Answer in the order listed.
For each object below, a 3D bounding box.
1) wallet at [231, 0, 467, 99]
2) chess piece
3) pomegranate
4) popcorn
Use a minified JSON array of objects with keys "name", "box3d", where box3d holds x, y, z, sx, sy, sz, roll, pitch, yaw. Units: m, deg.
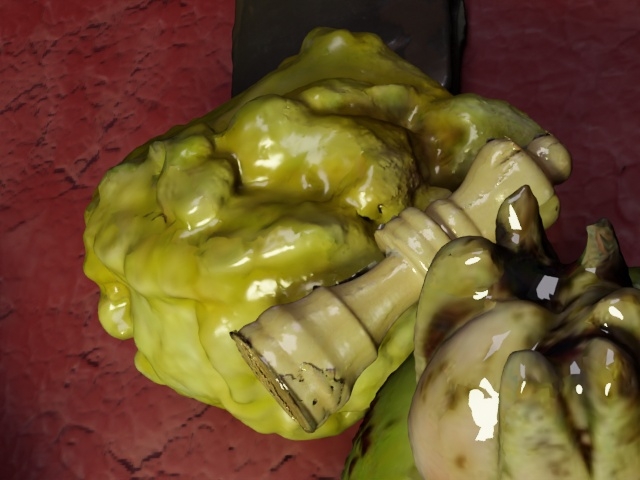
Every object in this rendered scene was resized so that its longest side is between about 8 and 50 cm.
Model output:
[{"name":"wallet","box3d":[0.013,-0.193,0.999,0.165,0.042,0.310,-13,56,22]},{"name":"chess piece","box3d":[0.043,0.010,0.661,0.172,0.060,0.060,-39,51,-10]},{"name":"pomegranate","box3d":[0.117,0.116,0.558,0.285,0.341,0.285,-12,53,16]},{"name":"popcorn","box3d":[0.000,0.000,0.800,0.266,0.192,0.233,-8,27,27]}]
